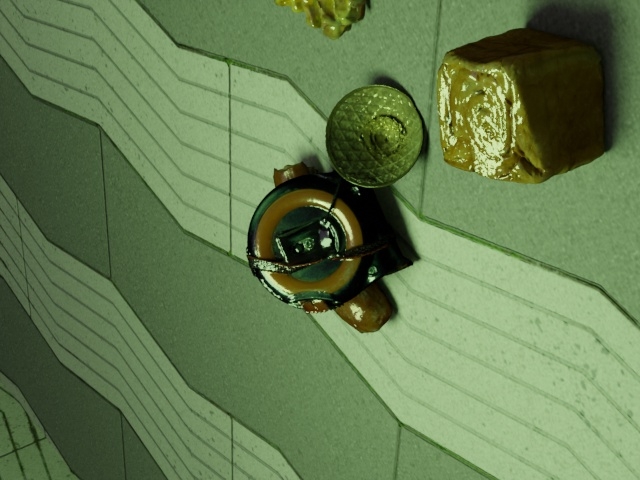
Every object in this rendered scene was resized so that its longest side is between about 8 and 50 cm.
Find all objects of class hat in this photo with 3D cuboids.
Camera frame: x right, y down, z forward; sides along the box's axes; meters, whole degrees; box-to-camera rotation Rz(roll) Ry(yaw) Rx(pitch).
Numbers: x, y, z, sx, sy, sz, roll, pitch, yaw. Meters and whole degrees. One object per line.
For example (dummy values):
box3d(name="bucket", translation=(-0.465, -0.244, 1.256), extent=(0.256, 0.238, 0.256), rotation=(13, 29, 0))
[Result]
box3d(name="hat", translation=(0.084, -0.145, 1.788), extent=(0.146, 0.067, 0.146), rotation=(0, 89, 20))

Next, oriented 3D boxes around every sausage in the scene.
box3d(name="sausage", translation=(0.012, 0.014, 1.978), extent=(0.302, 0.076, 0.103), rotation=(62, 149, 11))

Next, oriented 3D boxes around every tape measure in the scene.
box3d(name="tape measure", translation=(0.000, 0.000, 1.862), extent=(0.135, 0.223, 0.202), rotation=(-9, -105, -82))

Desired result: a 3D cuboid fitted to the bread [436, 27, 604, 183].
box3d(name="bread", translation=(0.231, -0.158, 1.465), extent=(0.149, 0.143, 0.158), rotation=(19, 128, 52))

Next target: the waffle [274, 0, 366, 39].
box3d(name="waffle", translation=(-0.004, -0.432, 1.744), extent=(0.283, 0.065, 0.309), rotation=(56, 151, 24))
